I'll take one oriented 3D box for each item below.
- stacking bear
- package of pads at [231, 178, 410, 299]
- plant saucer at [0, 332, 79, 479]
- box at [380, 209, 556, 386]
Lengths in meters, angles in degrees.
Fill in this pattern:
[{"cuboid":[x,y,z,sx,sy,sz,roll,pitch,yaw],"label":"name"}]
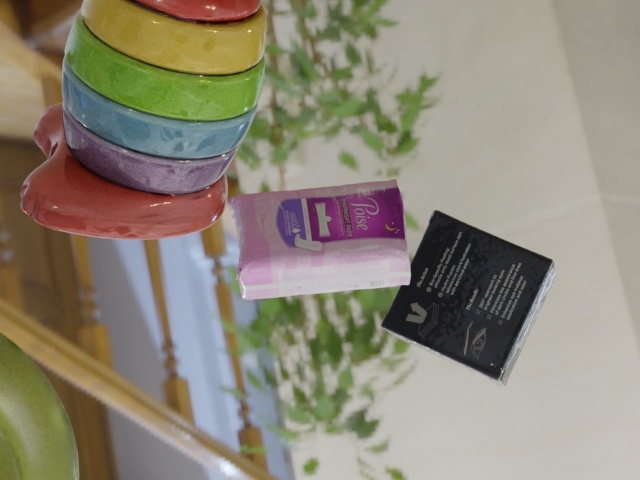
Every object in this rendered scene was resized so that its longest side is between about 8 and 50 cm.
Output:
[{"cuboid":[-0.115,-0.162,1.014,0.164,0.175,0.289,11,121,-12],"label":"stacking bear"},{"cuboid":[0.000,0.000,0.643,0.083,0.050,0.032,-5,141,-3],"label":"package of pads"},{"cuboid":[-0.274,0.154,0.849,0.241,0.241,0.037,-11,-164,-4],"label":"plant saucer"},{"cuboid":[0.179,0.070,1.619,0.158,0.156,0.093,24,175,15],"label":"box"}]
